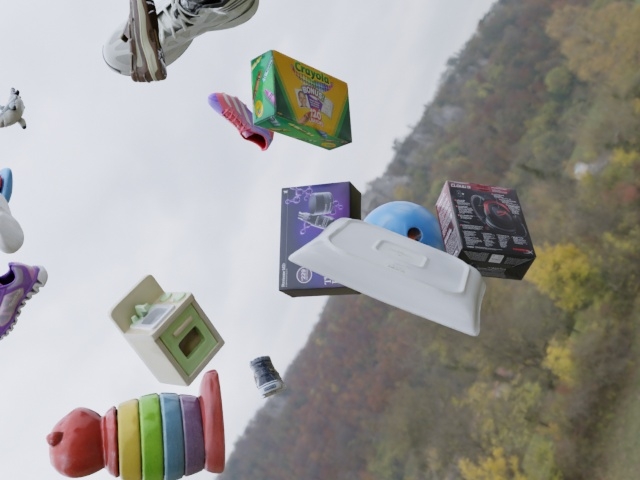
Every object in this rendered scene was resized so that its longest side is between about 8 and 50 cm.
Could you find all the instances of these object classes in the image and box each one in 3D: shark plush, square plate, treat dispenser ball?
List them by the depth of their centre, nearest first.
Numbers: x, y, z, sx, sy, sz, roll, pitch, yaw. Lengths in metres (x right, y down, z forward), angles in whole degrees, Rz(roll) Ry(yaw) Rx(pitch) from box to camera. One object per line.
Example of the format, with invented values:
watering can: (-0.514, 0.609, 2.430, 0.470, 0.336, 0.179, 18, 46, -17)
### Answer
square plate: (0.148, 0.045, 1.371, 0.344, 0.347, 0.049, -38, -32, -72)
shark plush: (-0.815, -0.356, 1.903, 0.073, 0.067, 0.161, 81, 175, -60)
treat dispenser ball: (0.255, 0.018, 2.320, 0.288, 0.288, 0.288, 24, -90, -82)

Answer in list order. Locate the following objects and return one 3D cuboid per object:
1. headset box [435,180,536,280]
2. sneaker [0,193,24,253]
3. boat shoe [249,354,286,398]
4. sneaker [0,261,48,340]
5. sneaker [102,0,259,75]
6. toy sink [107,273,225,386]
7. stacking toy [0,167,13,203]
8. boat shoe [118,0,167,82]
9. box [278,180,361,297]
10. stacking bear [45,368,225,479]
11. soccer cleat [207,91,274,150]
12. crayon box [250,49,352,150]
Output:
headset box: (0.456, -0.042, 2.049, 0.110, 0.217, 0.293, 107, 164, -46)
sneaker: (-0.760, -0.026, 1.694, 0.094, 0.212, 0.080, -43, -38, 6)
boat shoe: (-0.120, 0.310, 1.662, 0.065, 0.083, 0.183, -20, -14, -8)
sneaker: (-0.805, 0.148, 1.853, 0.236, 0.095, 0.104, -57, -41, -5)
sneaker: (-0.373, -0.580, 1.839, 0.447, 0.169, 0.257, -27, 0, 0)
toy sink: (-0.362, 0.210, 1.739, 0.153, 0.131, 0.234, -49, -59, -37)
stacking toy: (-0.934, -0.171, 1.805, 0.302, 0.165, 0.175, 49, -160, -43)
boat shoe: (-0.440, -0.502, 1.741, 0.095, 0.095, 0.258, 49, -150, -81)
box: (0.000, 0.000, 1.781, 0.103, 0.184, 0.262, 34, -127, -64)
stacking bear: (-0.318, 0.338, 1.256, 0.175, 0.288, 0.164, 106, 156, -50)
soccer cleat: (-0.251, -0.377, 2.298, 0.083, 0.248, 0.095, -32, 37, 41)
crayon box: (-0.043, -0.334, 1.770, 0.278, 0.081, 0.166, 11, -109, -47)
